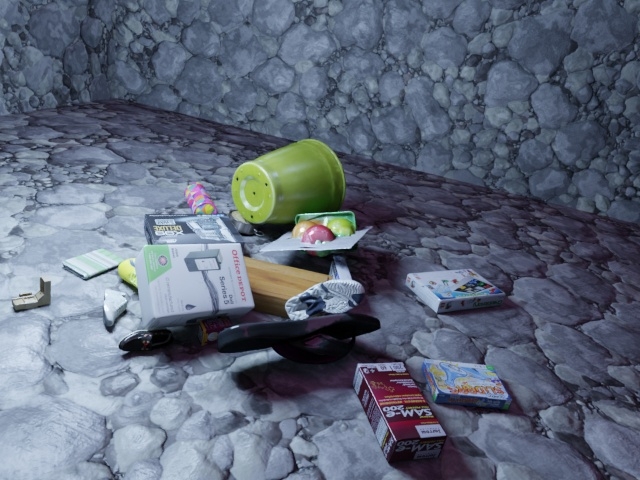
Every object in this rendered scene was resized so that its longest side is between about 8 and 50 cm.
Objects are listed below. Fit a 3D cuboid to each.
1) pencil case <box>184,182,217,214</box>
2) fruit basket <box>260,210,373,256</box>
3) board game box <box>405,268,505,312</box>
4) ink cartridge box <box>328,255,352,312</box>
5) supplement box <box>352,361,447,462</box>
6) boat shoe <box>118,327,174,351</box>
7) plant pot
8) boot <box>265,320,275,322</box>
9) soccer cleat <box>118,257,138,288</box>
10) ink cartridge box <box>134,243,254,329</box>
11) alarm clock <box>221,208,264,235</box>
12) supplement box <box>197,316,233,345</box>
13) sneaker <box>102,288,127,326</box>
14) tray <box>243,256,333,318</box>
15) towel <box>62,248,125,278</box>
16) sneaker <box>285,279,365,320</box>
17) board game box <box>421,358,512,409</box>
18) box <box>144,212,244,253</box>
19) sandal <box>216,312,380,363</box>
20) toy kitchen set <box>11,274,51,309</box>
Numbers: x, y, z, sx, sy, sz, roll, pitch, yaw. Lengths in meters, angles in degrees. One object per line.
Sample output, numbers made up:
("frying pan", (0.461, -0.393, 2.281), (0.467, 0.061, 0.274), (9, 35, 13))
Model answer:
("pencil case", (-0.500, -0.157, 1.991), (0.105, 0.104, 0.236), (-1, 25, -25))
("fruit basket", (0.000, 0.000, 1.730), (0.328, 0.165, 0.353), (-3, 18, 18))
("board game box", (0.488, 0.176, 1.739), (0.306, 0.053, 0.193), (-2, 27, -26))
("ink cartridge box", (0.066, 0.141, 1.583), (0.046, 0.097, 0.207), (6, 25, -10))
("supplement box", (0.176, 0.391, 1.121), (0.131, 0.073, 0.239), (3, 27, -19))
("boat shoe", (-0.431, 0.250, 1.193), (0.133, 0.048, 0.042), (-5, 21, -40))
("plant pot", (-0.149, -0.213, 1.920), (0.367, 0.365, 0.353), (28, 28, 32))
("boot", (-0.095, 0.244, 1.367), (0.114, 0.037, 0.106), (-5, -17, 17))
("soccer cleat", (-0.485, 0.128, 1.383), (0.290, 0.093, 0.121), (20, 28, 18))
("ink cartridge box", (-0.337, 0.117, 1.290), (0.273, 0.115, 0.198), (-2, 67, -36))
("alarm clock", (-0.295, -0.063, 1.904), (0.192, 0.064, 0.129), (33, 23, 28))
("supplement box", (-0.280, 0.240, 1.273), (0.084, 0.054, 0.043), (-5, 31, -31))
("sneaker", (-0.554, 0.177, 1.294), (0.061, 0.053, 0.152), (4, 25, -22))
("tray", (-0.177, 0.140, 1.512), (0.412, 0.076, 0.202), (12, 24, 3))
("towel", (-0.706, 0.073, 1.498), (0.113, 0.023, 0.152), (24, 25, 21))
("sneaker", (0.034, 0.151, 1.323), (0.094, 0.235, 0.153), (62, 28, 1))
("board game box", (0.385, 0.381, 1.277), (0.202, 0.035, 0.136), (8, 25, -8))
("box", (-0.456, -0.014, 1.718), (0.308, 0.076, 0.242), (-2, 28, -27))
("sandal", (-0.043, 0.269, 1.236), (0.447, 0.167, 0.106), (-1, 64, -26))
("toy kitchen set", (-0.771, 0.131, 1.272), (0.083, 0.075, 0.068), (-9, 30, -45))
